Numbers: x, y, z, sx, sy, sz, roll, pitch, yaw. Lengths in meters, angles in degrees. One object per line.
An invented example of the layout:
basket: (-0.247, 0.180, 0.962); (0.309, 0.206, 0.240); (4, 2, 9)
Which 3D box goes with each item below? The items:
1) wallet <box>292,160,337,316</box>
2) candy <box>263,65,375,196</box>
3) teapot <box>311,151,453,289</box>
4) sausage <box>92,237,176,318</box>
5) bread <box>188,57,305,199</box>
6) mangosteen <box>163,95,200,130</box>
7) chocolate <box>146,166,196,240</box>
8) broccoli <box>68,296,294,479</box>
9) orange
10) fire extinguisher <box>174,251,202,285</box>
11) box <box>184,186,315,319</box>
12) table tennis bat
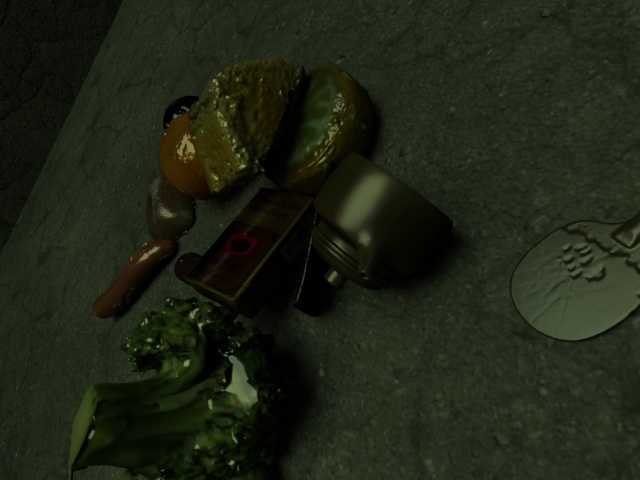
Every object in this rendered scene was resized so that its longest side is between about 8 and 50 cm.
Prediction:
wallet: (-0.001, 0.000, 0.723); (0.025, 0.124, 0.245); (11, 75, 14)
candy: (-0.014, -0.209, 0.845); (0.259, 0.118, 0.260); (-20, 59, 38)
teapot: (0.066, -0.011, 0.635); (0.175, 0.185, 0.268); (-52, 9, 8)
sausage: (-0.487, 0.099, 1.119); (0.304, 0.078, 0.078); (-45, 47, 15)
bread: (-0.157, -0.218, 0.801); (0.204, 0.162, 0.262); (-22, 44, 55)
mangosteen: (-0.343, -0.307, 1.160); (0.152, 0.152, 0.153); (-19, 58, 33)
chocolate: (-0.418, -0.118, 1.161); (0.161, 0.083, 0.262); (-34, 51, 25)
broccoli: (-0.198, 0.269, 0.664); (0.277, 0.318, 0.338); (15, 54, 48)
orange: (-0.271, -0.205, 1.012); (0.219, 0.192, 0.220); (-26, 57, 49)
fire extinguisher: (-0.207, 0.079, 0.890); (0.267, 0.072, 0.089); (17, 85, 44)
box: (-0.118, 0.013, 0.796); (0.159, 0.071, 0.240); (17, 60, 39)
table tennis bat: (0.332, 0.019, 0.502); (0.234, 0.022, 0.131); (-46, 46, 17)
